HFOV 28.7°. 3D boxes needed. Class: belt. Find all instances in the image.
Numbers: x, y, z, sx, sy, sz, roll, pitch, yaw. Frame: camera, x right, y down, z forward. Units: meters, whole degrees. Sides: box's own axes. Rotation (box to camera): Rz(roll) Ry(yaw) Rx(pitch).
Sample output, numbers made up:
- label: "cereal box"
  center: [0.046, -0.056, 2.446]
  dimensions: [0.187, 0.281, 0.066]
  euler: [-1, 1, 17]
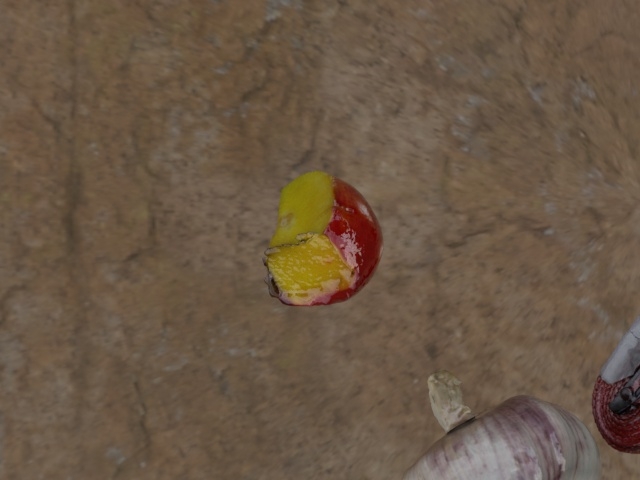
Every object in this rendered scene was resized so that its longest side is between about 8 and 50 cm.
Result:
- label: "belt"
  center: [0.416, 0.170, 1.508]
  dimensions: [0.128, 0.124, 0.201]
  euler: [52, 122, 41]

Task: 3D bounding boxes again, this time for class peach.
- label: "peach"
  center: [0.007, -0.003, 1.277]
  dimensions: [0.118, 0.151, 0.151]
  euler: [9, 94, 5]

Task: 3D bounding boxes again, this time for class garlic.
- label: "garlic"
  center: [0.189, 0.246, 1.475]
  dimensions: [0.245, 0.245, 0.253]
  euler: [-34, 53, 13]
